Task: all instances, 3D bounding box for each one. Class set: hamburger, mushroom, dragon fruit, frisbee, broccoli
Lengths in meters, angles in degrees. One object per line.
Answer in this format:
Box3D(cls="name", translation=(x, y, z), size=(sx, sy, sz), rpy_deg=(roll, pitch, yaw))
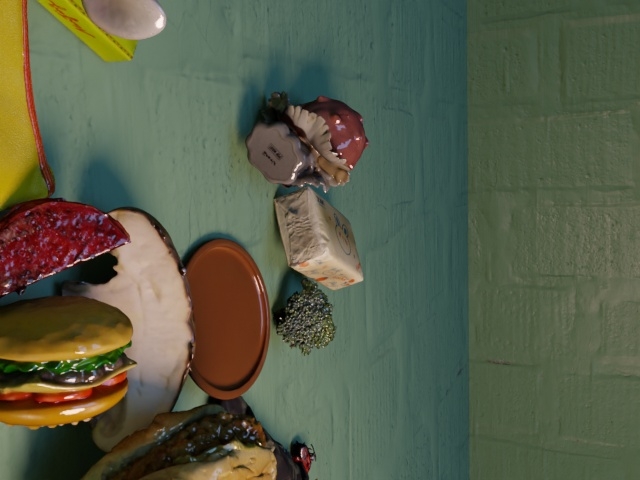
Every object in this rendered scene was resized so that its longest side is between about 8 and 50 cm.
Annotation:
Box3D(cls="hamburger", translation=(-0.175, 0.317, 0.742), size=(0.283, 0.144, 0.259), rpy_deg=(-56, 146, 3))
Box3D(cls="mushroom", translation=(-0.222, 0.102, 0.806), size=(0.151, 0.155, 0.286), rpy_deg=(-122, -145, -87))
Box3D(cls="hamburger", translation=(-0.265, 0.118, 0.653), size=(0.162, 0.161, 0.115), rpy_deg=(-14, 107, -64))
Box3D(cls="dragon fruit", translation=(-0.291, 0.004, 0.669), size=(0.162, 0.106, 0.083), rpy_deg=(-31, 100, -27))
Box3D(cls="frisbee", translation=(-0.149, 0.121, 1.026), size=(0.250, 0.021, 0.251), rpy_deg=(22, 65, -61))
Box3D(cls="broccoli", translation=(-0.017, 0.152, 1.262), size=(0.118, 0.122, 0.204), rpy_deg=(-43, 168, 1))

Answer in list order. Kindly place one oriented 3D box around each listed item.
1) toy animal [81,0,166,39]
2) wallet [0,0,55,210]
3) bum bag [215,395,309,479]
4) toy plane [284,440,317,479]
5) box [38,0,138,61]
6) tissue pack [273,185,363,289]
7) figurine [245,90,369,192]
Box3D(cls="toy animal", translation=(-0.233, -0.354, 0.608), size=(0.325, 0.154, 0.209), rpy_deg=(49, 57, -23))
Box3D(cls="wallet", translation=(-0.330, -0.143, 0.619), size=(0.141, 0.067, 0.242), rpy_deg=(-35, 127, -65))
Box3D(cls="bum bag", translation=(-0.094, 0.381, 1.094), size=(0.341, 0.095, 0.144), rpy_deg=(63, 7, -45))
Box3D(cls="toy plane", translation=(-0.035, 0.452, 1.301), size=(0.060, 0.037, 0.145), rpy_deg=(-48, 133, -49))
Box3D(cls="box", translation=(-0.254, -0.406, 0.778), size=(0.187, 0.047, 0.335), rpy_deg=(43, 54, -58))
Box3D(cls="tissue pack", translation=(0.000, 0.000, 1.245), size=(0.196, 0.092, 0.149), rpy_deg=(32, 39, -60))
Box3D(cls="figurine", translation=(-0.009, -0.181, 1.213), size=(0.207, 0.166, 0.387), rpy_deg=(45, 23, 6))
